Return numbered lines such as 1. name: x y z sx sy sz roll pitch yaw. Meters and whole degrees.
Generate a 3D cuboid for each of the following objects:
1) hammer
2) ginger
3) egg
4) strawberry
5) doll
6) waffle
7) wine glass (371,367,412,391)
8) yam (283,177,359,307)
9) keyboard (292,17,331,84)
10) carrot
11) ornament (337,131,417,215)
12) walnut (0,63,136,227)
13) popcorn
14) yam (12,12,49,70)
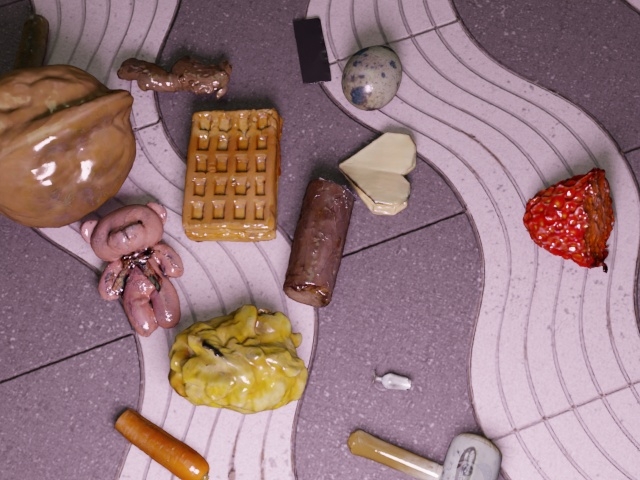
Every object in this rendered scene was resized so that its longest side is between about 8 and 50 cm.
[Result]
1. hammer: 0.195 0.454 1.745 0.306 0.113 0.201 17 65 15
2. ginger: -0.364 -0.410 2.151 0.290 0.084 0.122 4 73 5
3. egg: 0.126 -0.395 2.102 0.141 0.141 0.181 24 60 12
4. strawberry: 0.547 -0.047 1.935 0.178 0.234 0.233 3 63 35
5. doll: -0.400 0.054 1.914 0.201 0.156 0.303 -21 71 -9
6. waffle: -0.202 -0.156 2.029 0.224 0.098 0.327 1 67 0
7. wine glass: 0.151 0.295 1.849 0.083 0.042 0.038 9 105 3
8. yam: -0.002 0.000 1.934 0.131 0.131 0.279 11 66 7
9. keyboard: -0.021 -0.478 2.209 0.074 0.015 0.196 -11 66 1
10. carrot: -0.319 0.427 1.790 0.225 0.067 0.067 29 70 16
11. ornament: 0.130 -0.163 2.044 0.180 0.059 0.201 9 64 7
12. walnut: -0.601 -0.208 1.952 0.384 0.383 0.383 -1 66 2
13. popcorn: -0.165 0.250 1.789 0.287 0.215 0.252 13 35 6
14. yam: -0.728 -0.425 2.181 0.071 0.067 0.317 -5 64 14
